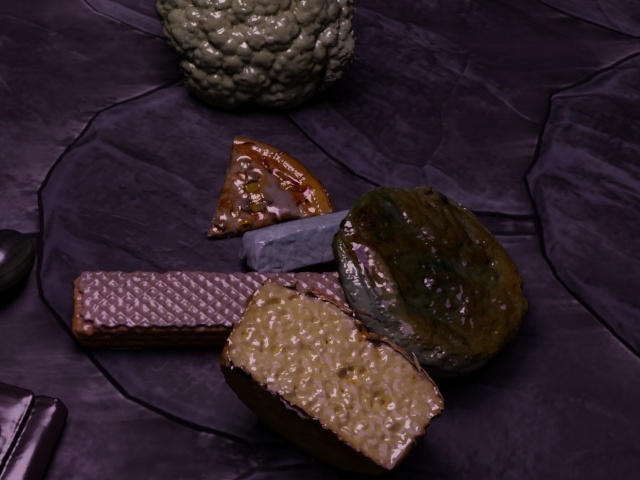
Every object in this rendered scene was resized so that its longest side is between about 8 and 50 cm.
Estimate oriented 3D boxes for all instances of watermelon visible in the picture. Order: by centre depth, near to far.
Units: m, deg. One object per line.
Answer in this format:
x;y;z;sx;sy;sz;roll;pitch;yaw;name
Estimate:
-0.397;0.029;2.017;0.078;0.078;0.110;27;52;14;watermelon

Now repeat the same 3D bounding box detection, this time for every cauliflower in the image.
-0.086;-0.320;2.275;0.272;0.275;0.250;-9;17;6;cauliflower

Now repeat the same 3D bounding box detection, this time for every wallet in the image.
-0.399;0.251;1.850;0.182;0.049;0.229;15;49;3;wallet

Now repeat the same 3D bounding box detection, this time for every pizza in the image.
-0.091;-0.065;2.162;0.176;0.036;0.184;-27;59;-26;pizza

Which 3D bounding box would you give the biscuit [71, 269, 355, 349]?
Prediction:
-0.116;0.087;2.021;0.379;0.054;0.094;1;51;-7;biscuit

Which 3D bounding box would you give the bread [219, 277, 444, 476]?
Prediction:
0.005;0.171;1.915;0.261;0.147;0.160;31;60;1;bread

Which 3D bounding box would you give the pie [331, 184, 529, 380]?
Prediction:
0.143;0.045;2.034;0.277;0.078;0.277;14;57;-22;pie

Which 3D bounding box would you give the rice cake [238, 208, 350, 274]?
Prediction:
-0.001;0.000;2.093;0.207;0.063;0.069;-12;14;-15;rice cake
